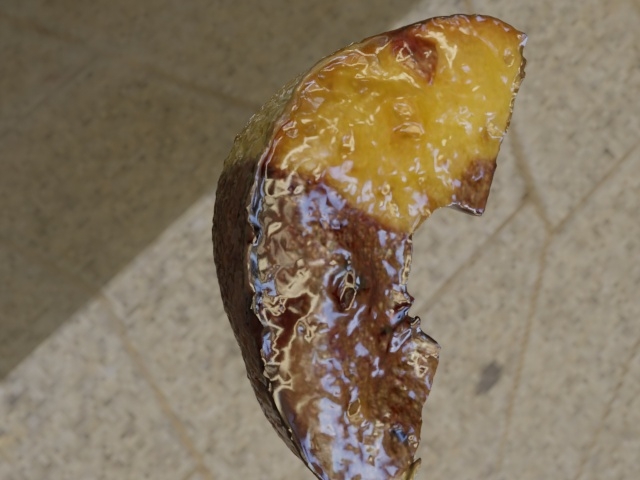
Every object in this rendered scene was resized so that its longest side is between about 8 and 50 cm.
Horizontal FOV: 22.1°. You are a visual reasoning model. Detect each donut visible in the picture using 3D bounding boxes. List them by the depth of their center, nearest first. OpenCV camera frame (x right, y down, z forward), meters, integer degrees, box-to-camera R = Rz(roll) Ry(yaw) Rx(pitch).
[{"bbox_3d":[0.000,0.000,0.933,0.151,0.295,0.112,20,-13,-27],"label":"donut"}]
